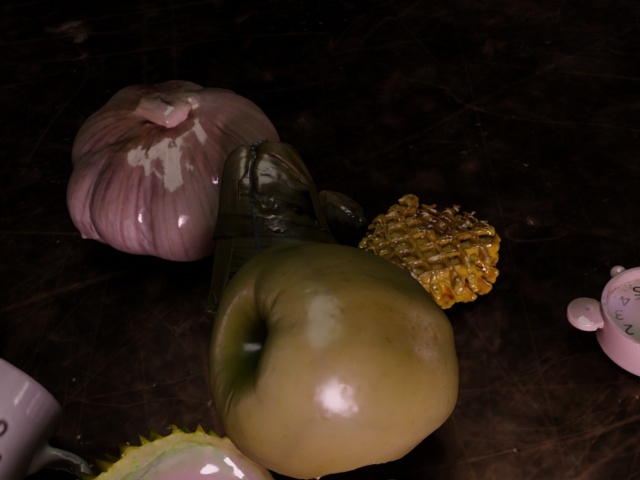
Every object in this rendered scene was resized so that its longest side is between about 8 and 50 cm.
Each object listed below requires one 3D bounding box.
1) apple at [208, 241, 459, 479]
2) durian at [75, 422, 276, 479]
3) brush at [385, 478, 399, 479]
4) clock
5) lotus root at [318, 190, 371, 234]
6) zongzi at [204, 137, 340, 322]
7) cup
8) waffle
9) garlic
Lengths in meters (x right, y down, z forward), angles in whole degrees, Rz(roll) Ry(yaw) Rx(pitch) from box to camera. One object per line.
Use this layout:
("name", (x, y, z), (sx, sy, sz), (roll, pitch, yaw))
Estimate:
("apple", (0.010, 0.125, 0.972), (0.279, 0.279, 0.279), (-3, 44, 3))
("durian", (-0.189, 0.316, 0.878), (0.170, 0.157, 0.355), (26, 48, 20))
("brush", (0.185, 0.309, 0.942), (0.272, 0.013, 0.103), (13, 47, 20))
("clock", (0.422, 0.102, 1.099), (0.229, 0.063, 0.155), (2, 41, 5))
("lotus root", (0.031, -0.039, 1.295), (0.049, 0.054, 0.099), (-29, 47, -36))
("zongzi", (0.000, 0.000, 1.141), (0.275, 0.250, 0.125), (6, 4, 6))
("cup", (-0.387, 0.263, 0.963), (0.258, 0.186, 0.234), (27, 59, -6))
("waffle", (0.149, 0.013, 1.215), (0.193, 0.070, 0.197), (3, 45, 11))
("garlic", (-0.219, -0.109, 1.291), (0.322, 0.241, 0.322), (-14, 24, 7))
